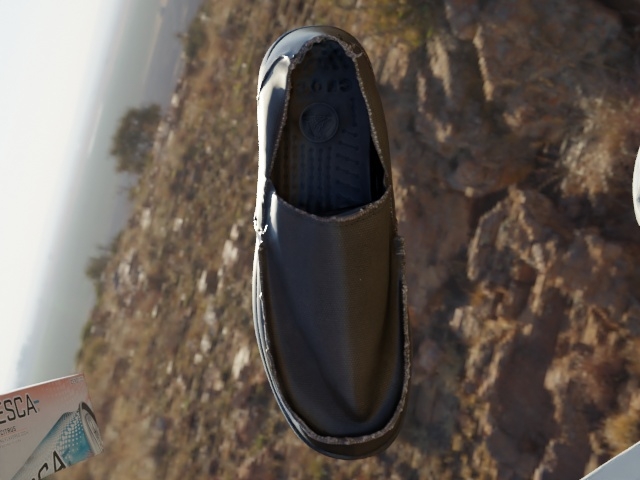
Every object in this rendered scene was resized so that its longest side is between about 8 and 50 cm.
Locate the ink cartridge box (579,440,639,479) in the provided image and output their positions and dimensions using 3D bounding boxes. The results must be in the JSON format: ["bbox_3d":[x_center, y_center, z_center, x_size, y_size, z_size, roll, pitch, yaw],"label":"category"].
[{"bbox_3d":[0.167,0.231,0.556,0.086,0.148,0.203,45,155,46],"label":"ink cartridge box"}]

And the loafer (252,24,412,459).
[{"bbox_3d":[0.000,0.000,0.468,0.078,0.080,0.219,72,-171,-89],"label":"loafer"}]

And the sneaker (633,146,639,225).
[{"bbox_3d":[0.229,-0.065,0.298,0.256,0.151,0.094,119,163,-57],"label":"sneaker"}]

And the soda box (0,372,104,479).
[{"bbox_3d":[-0.215,0.132,0.622,0.183,0.058,0.062,-4,-103,-72],"label":"soda box"}]
